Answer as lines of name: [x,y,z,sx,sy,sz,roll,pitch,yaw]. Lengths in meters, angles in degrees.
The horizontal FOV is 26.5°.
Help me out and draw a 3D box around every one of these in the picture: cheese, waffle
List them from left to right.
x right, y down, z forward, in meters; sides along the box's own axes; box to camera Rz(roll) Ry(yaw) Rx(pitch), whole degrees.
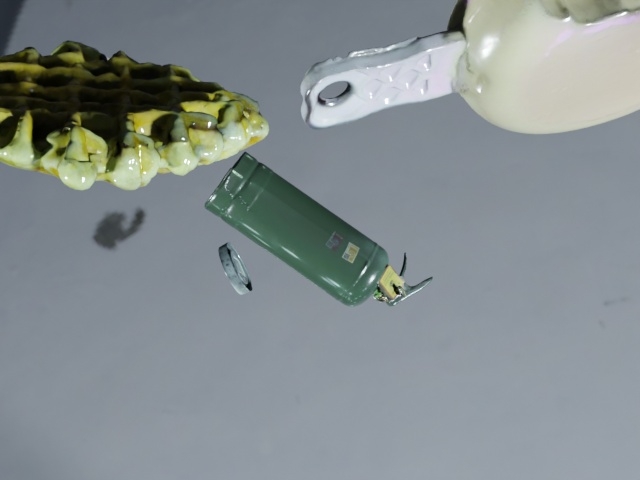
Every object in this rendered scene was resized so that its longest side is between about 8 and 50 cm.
waffle: [-0.152,-0.085,0.935,0.204,0.054,0.223,19,24,28]
cheese: [0.124,-0.124,0.861,0.286,0.163,0.082,-16,58,-15]

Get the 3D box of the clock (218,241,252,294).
clock: [-0.130,0.043,2.072,0.017,0.085,0.085,-26,47,8]

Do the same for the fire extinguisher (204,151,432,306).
fire extinguisher: [0.000,0.000,1.832,0.311,0.095,0.114,37,73,-6]

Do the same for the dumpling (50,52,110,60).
dumpling: [-0.256,-0.155,1.430,0.169,0.099,0.134,-12,26,-5]
